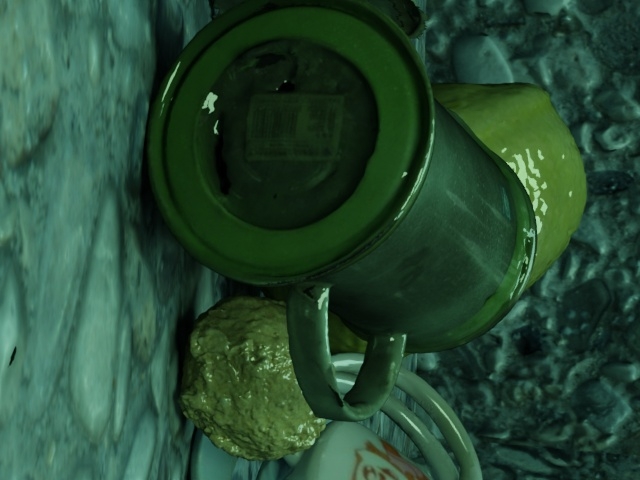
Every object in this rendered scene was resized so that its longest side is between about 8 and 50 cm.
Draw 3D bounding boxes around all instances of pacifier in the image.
[{"bbox_3d":[-0.006,0.247,1.542,0.233,0.299,0.244,-39,-161,38],"label":"pacifier"}]

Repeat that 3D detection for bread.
[{"bbox_3d":[0.085,-0.020,1.640,0.320,0.321,0.237,-65,138,-71],"label":"bread"}]

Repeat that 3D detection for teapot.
[{"bbox_3d":[0.033,-0.003,1.307,0.337,0.200,0.270,33,60,-65],"label":"teapot"}]

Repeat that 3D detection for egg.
[{"bbox_3d":[-0.050,0.104,1.383,0.140,0.116,0.118,60,39,-22],"label":"egg"}]

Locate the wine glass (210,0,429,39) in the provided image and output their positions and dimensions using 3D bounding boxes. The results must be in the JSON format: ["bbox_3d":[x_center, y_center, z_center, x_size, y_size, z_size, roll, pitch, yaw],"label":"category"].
[{"bbox_3d":[0.017,-0.329,1.407,0.190,0.191,0.357,75,24,-70],"label":"wine glass"}]
